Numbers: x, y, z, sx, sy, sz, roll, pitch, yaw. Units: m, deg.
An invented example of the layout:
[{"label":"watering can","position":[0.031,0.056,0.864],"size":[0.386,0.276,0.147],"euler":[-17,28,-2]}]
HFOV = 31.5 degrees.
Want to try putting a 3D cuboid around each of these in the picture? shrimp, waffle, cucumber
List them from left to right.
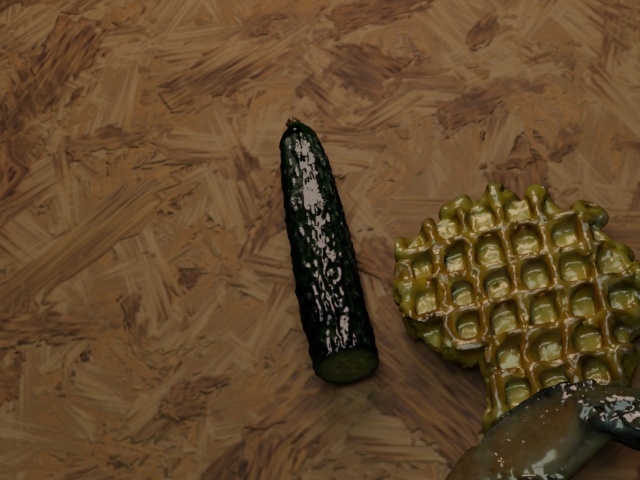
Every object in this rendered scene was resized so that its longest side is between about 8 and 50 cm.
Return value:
[{"label":"cucumber","position":[0.000,0.000,1.121],"size":[0.067,0.067,0.294],"euler":[-15,57,5]},{"label":"waffle","position":[0.177,0.060,1.048],"size":[0.253,0.056,0.249],"euler":[20,67,21]},{"label":"shrimp","position":[0.281,0.239,0.860],"size":[0.445,0.085,0.272],"euler":[-4,66,30]}]
